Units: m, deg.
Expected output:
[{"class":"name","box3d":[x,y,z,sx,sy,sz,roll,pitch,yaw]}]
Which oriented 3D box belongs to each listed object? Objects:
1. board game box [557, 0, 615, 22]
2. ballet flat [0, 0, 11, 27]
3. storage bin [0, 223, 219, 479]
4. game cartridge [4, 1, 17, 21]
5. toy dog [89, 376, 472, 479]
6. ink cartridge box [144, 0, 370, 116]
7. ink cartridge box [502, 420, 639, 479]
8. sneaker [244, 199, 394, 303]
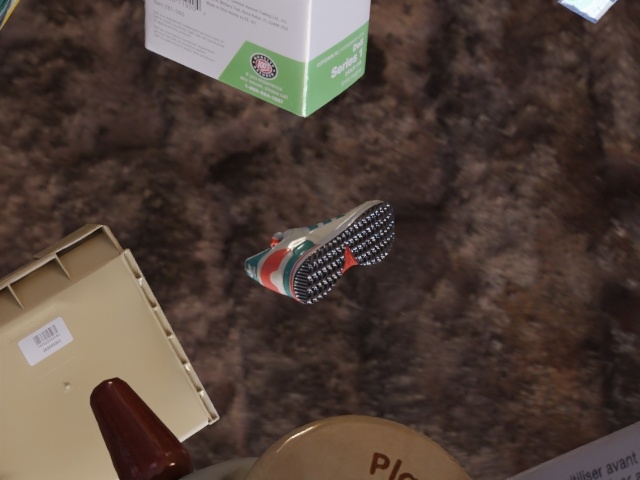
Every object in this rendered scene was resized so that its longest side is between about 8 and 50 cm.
[{"class":"board game box","box3d":[0.197,-0.245,0.872,0.201,0.035,0.136,-48,-144,28]},{"class":"ballet flat","box3d":[-0.218,-0.108,0.795,0.068,0.072,0.213,-40,-153,24]},{"class":"storage bin","box3d":[-0.290,0.152,1.598,0.262,0.123,0.260,-32,-75,-21]},{"class":"game cartridge","box3d":[-0.355,-0.306,1.684,0.324,0.053,0.285,-35,-154,55]},{"class":"toy dog","box3d":[-0.089,0.158,0.455,0.161,0.334,0.220,38,-52,18]},{"class":"ink cartridge box","box3d":[-0.045,-0.225,1.084,0.160,0.092,0.219,26,-48,25]},{"class":"ink cartridge box","box3d":[0.178,0.079,0.457,0.235,0.193,0.088,-36,-114,52]},{"class":"sneaker","box3d":[0.000,0.000,1.267,0.075,0.161,0.057,15,-59,32]}]
